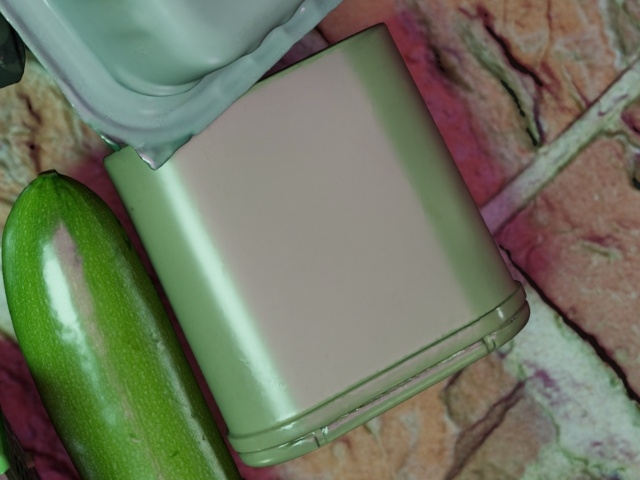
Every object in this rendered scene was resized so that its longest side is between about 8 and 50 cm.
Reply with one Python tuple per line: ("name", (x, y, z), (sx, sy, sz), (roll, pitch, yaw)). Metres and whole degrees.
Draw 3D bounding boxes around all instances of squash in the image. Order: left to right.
("squash", (-0.126, 0.136, 0.901), (0.107, 0.107, 0.395), (-27, 103, -11))

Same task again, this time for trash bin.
("trash bin", (0.000, 0.000, 0.919), (0.243, 0.121, 0.247), (-26, 98, -11))

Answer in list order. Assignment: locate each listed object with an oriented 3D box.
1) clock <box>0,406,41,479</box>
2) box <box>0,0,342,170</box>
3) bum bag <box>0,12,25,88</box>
("clock", (-0.206, 0.227, 0.838), (0.106, 0.220, 0.255), (-27, 108, -10))
("box", (-0.052, -0.236, 0.780), (0.336, 0.106, 0.264), (-46, 116, -20))
("bum bag", (-0.257, -0.229, 0.786), (0.144, 0.095, 0.340), (7, 111, 11))
